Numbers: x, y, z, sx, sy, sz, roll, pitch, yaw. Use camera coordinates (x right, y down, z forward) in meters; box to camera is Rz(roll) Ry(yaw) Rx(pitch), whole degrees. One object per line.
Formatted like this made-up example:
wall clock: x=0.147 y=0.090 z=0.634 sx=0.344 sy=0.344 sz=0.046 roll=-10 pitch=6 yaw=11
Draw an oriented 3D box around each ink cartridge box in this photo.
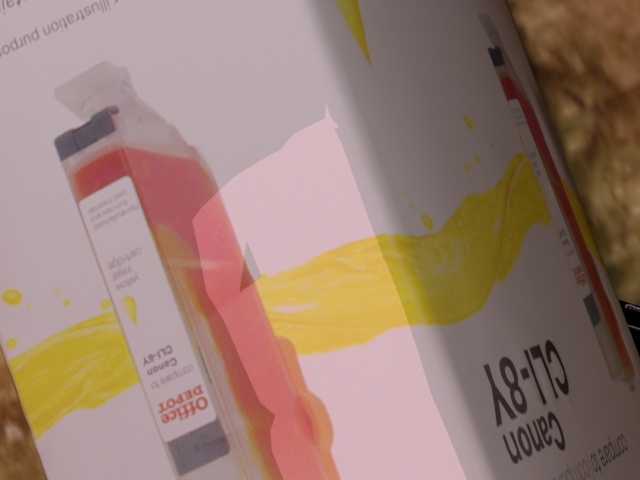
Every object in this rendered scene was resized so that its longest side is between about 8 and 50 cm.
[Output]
ink cartridge box: x=0.000 y=0.000 z=0.778 sx=0.160 sy=0.279 sz=0.384 roll=-21 pitch=85 yaw=20

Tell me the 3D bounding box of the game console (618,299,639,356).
game console: x=0.012 y=0.100 z=0.963 sx=0.361 sy=0.044 sz=0.213 roll=16 pitch=109 yaw=18
